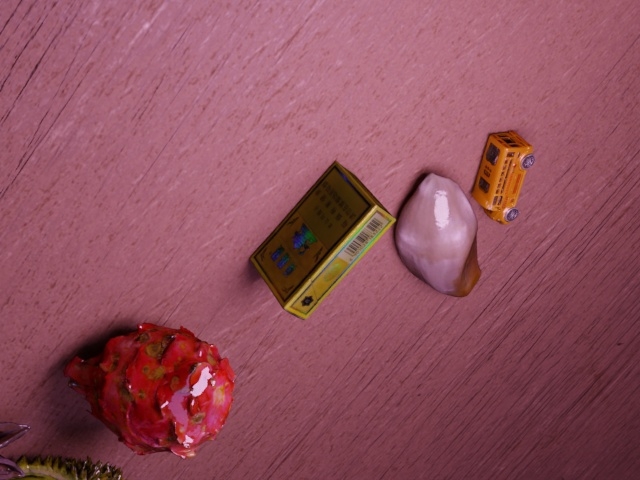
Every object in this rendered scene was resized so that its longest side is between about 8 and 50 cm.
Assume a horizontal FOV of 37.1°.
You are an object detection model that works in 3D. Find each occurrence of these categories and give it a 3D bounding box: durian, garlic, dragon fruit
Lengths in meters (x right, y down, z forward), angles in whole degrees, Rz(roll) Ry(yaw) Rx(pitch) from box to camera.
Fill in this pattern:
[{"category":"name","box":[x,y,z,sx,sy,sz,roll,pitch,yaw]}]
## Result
[{"category":"durian","box":[-0.481,0.457,1.554,0.352,0.169,0.158,-24,133,-14]},{"category":"garlic","box":[0.218,0.011,1.698,0.143,0.112,0.318,-35,146,-7]},{"category":"dragon fruit","box":[-0.265,0.229,1.493,0.268,0.210,0.205,7,103,8]}]

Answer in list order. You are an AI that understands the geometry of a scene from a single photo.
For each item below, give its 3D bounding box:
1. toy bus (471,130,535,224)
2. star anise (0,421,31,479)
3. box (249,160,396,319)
[{"category":"toy bus","box":[0.315,-0.106,1.674,0.074,0.069,0.162,-7,126,-27]},{"category":"star anise","box":[-0.558,0.348,1.457,0.212,0.073,0.197,33,75,-37]},{"category":"box","box":[0.000,0.000,1.512,0.220,0.141,0.064,-47,135,8]}]
